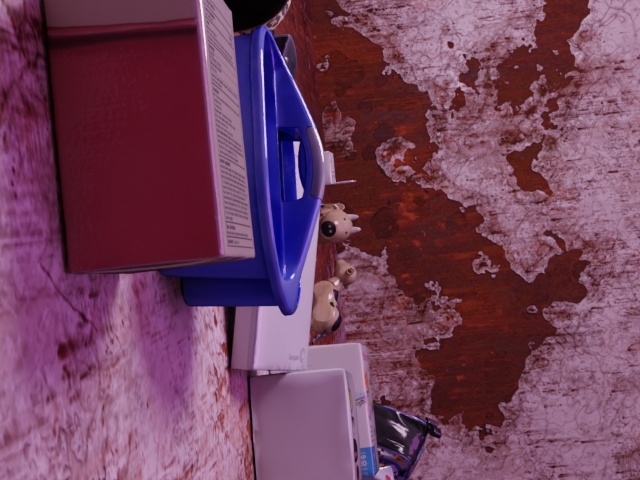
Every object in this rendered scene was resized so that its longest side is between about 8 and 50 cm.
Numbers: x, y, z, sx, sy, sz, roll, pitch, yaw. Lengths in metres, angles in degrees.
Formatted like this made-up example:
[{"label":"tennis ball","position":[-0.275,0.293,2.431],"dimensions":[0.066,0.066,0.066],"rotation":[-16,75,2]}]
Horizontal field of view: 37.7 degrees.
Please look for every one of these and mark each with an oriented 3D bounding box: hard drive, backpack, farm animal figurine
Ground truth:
[{"label":"hard drive","position":[-0.059,0.018,1.417],"dimensions":[0.233,0.047,0.352],"rotation":[24,71,-71]},{"label":"backpack","position":[0.095,0.461,2.039],"dimensions":[0.213,0.277,0.263],"rotation":[-58,164,-27]},{"label":"hard drive","position":[-0.087,-0.255,1.602],"dimensions":[0.255,0.054,0.172],"rotation":[28,78,-88]},{"label":"farm animal figurine","position":[0.000,0.000,1.912],"dimensions":[0.326,0.172,0.330],"rotation":[-83,166,-68]}]

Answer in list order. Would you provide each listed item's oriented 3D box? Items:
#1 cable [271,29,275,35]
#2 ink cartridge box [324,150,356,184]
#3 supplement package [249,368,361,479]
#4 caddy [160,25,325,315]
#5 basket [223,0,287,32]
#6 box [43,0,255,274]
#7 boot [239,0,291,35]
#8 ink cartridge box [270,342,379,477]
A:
[{"label":"cable","position":[-0.119,-0.427,1.859],"dimensions":[0.184,0.047,0.150],"rotation":[-56,145,-86]},{"label":"ink cartridge box","position":[-0.030,-0.124,1.683],"dimensions":[0.104,0.180,0.060],"rotation":[-38,122,-84]},{"label":"supplement package","position":[-0.018,0.308,1.494],"dimensions":[0.203,0.149,0.194],"rotation":[62,23,-79]},{"label":"caddy","position":[-0.083,-0.078,1.080],"dimensions":[0.241,0.179,0.341],"rotation":[69,16,-68]},{"label":"basket","position":[-0.128,-0.405,1.157],"dimensions":[0.204,0.154,0.226],"rotation":[71,10,-75]},{"label":"box","position":[-0.137,-0.091,0.784],"dimensions":[0.148,0.127,0.232],"rotation":[17,67,-84]},{"label":"boot","position":[-0.114,-0.534,1.469],"dimensions":[0.284,0.138,0.377],"rotation":[73,16,-60]},{"label":"ink cartridge box","position":[0.009,0.307,1.684],"dimensions":[0.171,0.168,0.232],"rotation":[54,30,-78]}]
